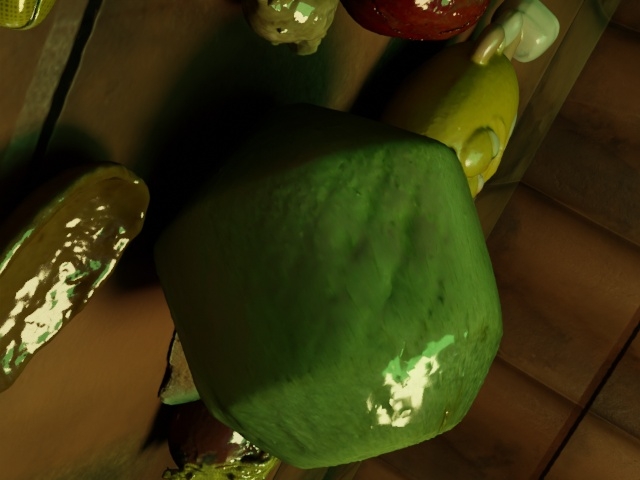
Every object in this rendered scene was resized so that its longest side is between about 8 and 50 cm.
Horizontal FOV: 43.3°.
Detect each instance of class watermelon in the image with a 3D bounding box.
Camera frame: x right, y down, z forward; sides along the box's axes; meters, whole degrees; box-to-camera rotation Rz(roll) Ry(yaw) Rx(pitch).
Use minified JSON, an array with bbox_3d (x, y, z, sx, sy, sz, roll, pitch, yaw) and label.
[{"bbox_3d":[-0.126,0.117,0.890,0.101,0.080,0.155,-105,-146,-64],"label":"watermelon"}]

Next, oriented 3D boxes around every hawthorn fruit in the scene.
[{"bbox_3d":[0.073,-0.239,0.687,0.172,0.148,0.148,-26,147,-32],"label":"hawthorn fruit"}]

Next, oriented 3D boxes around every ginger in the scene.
[{"bbox_3d":[-0.032,-0.210,0.545,0.204,0.080,0.104,56,42,-73],"label":"ginger"}]

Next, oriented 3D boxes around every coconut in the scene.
[{"bbox_3d":[0.013,0.026,0.718,0.328,0.328,0.281,-45,-171,-35],"label":"coconut"}]

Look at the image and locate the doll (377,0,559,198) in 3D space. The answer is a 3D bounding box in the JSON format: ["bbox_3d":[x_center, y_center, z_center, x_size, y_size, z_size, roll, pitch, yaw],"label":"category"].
[{"bbox_3d":[0.185,-0.164,1.083,0.423,0.161,0.348,-59,168,-15],"label":"doll"}]

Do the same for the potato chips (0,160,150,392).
[{"bbox_3d":[-0.198,0.028,0.540,0.202,0.049,0.150,-60,166,-2],"label":"potato chips"}]

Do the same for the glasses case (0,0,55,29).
[{"bbox_3d":[-0.116,-0.205,0.329,0.234,0.079,0.064,-65,168,20],"label":"glasses case"}]

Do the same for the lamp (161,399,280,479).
[{"bbox_3d":[-0.103,0.222,0.966,0.156,0.135,0.157,-15,132,-66],"label":"lamp"}]
